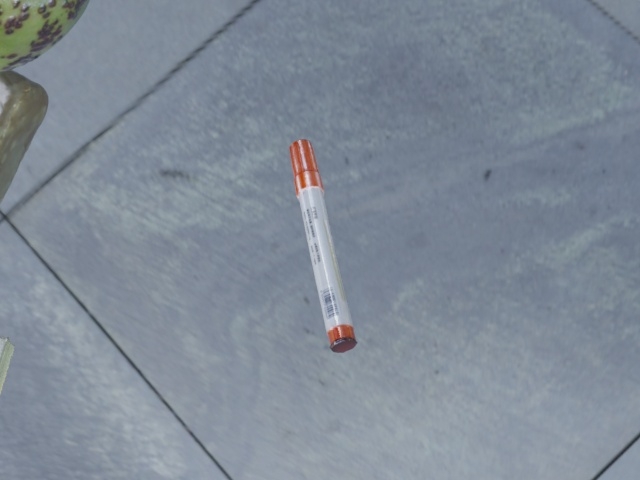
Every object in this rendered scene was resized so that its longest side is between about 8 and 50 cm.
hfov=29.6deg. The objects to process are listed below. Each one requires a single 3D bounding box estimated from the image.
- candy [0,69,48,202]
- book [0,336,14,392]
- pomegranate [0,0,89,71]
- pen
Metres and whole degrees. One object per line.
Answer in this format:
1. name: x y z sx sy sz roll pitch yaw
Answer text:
1. candy: -0.489 -0.141 1.765 0.104 0.102 0.234 16 72 15
2. book: -0.550 0.202 1.521 0.282 0.025 0.215 7 56 5
3. pomegranate: -0.379 -0.248 1.128 0.284 0.285 0.341 23 64 15
4. pen: 0.000 0.000 1.145 0.028 0.028 0.239 -14 54 3
